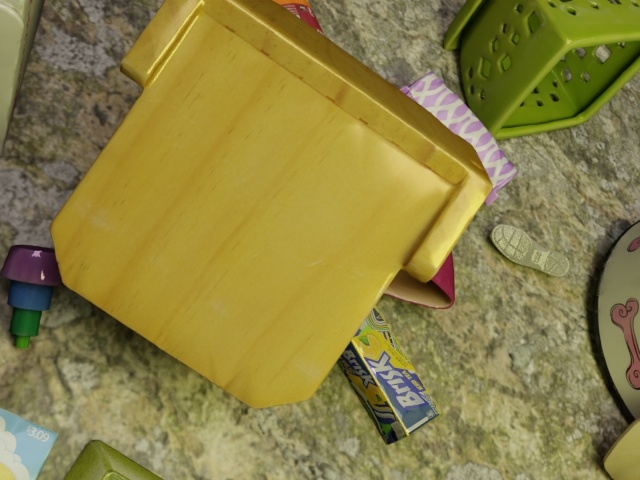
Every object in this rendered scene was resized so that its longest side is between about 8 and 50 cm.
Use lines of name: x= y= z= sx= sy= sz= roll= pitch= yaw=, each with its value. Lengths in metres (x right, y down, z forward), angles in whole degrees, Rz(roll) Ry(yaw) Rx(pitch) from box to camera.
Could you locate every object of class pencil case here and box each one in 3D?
pencil case: x=0.185 y=-0.143 z=1.187 sx=0.206 sy=0.086 sz=0.088 roll=48 pitch=21 yaw=4

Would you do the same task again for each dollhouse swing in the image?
dollhouse swing: x=-0.054 y=-0.056 z=0.898 sx=0.347 sy=0.305 sz=0.315 roll=34 pitch=16 yaw=-5

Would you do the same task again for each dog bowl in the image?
dog bowl: x=0.596 y=0.126 z=1.182 sx=0.408 sy=0.150 sz=0.407 roll=7 pitch=70 yaw=-19

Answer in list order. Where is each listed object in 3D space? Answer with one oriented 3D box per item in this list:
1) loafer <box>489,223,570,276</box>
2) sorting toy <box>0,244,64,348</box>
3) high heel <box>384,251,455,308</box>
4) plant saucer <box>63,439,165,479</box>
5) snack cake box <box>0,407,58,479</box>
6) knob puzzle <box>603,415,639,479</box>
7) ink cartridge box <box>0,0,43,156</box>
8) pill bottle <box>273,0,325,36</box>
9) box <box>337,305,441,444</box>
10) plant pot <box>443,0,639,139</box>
loafer: x=0.289 y=0.016 z=1.194 sx=0.125 sy=0.039 sz=0.045 roll=27 pitch=90 yaw=-8
sorting toy: x=-0.159 y=0.096 z=0.915 sx=0.366 sy=0.127 sz=0.126 roll=10 pitch=91 yaw=-18
high heel: x=0.000 y=0.000 z=0.996 sx=0.377 sy=0.127 sz=0.181 roll=-2 pitch=56 yaw=-30
plant saucer: x=-0.185 y=0.310 z=0.807 sx=0.188 sy=0.045 sz=0.188 roll=34 pitch=55 yaw=-7
snack cake box: x=-0.389 y=0.190 z=0.743 sx=0.264 sy=0.089 sz=0.152 roll=28 pitch=57 yaw=-11
knob puzzle: x=0.459 y=0.273 z=1.076 sx=0.213 sy=0.213 sz=0.030 roll=33 pitch=26 yaw=-7
ink cartridge box: x=-0.366 y=-0.329 z=0.895 sx=0.166 sy=0.285 sz=0.394 roll=13 pitch=60 yaw=-18
pill bottle: x=-0.031 y=-0.200 z=1.092 sx=0.121 sy=0.121 sz=0.221 roll=-15 pitch=73 yaw=-31
box: x=0.067 y=0.151 z=1.003 sx=0.059 sy=0.054 sz=0.169 roll=-25 pitch=79 yaw=-33
plant pot: x=0.334 y=-0.305 z=1.265 sx=0.228 sy=0.227 sz=0.207 roll=-11 pitch=65 yaw=-29
